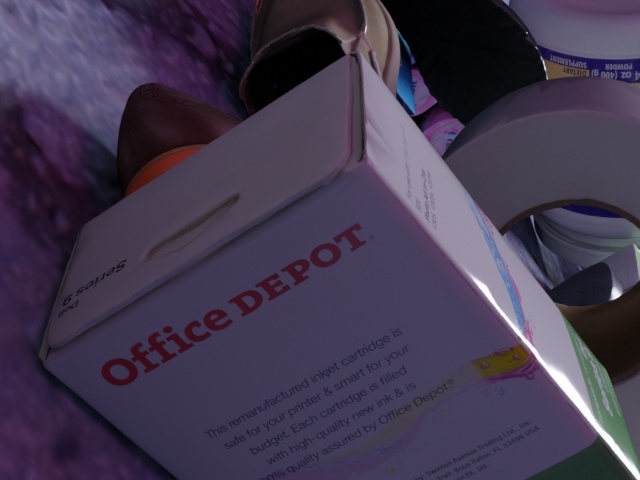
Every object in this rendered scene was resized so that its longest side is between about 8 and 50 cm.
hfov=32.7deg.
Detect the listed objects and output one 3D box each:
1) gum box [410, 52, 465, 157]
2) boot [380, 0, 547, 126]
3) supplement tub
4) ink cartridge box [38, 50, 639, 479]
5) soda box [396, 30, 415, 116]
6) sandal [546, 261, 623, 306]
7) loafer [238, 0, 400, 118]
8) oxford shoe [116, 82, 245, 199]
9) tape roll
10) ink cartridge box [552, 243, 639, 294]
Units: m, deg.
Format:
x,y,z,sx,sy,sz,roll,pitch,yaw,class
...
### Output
x,y,z,sx,sy,sz,roll,pitch,yaw,class
0.120,-0.129,1.088,0.188,0.062,0.107,45,25,-32,gum box
0.105,-0.228,0.948,0.246,0.094,0.207,44,29,-21,boot
0.341,-0.154,1.248,0.241,0.241,0.331,-92,173,-52,supplement tub
0.014,0.052,0.462,0.212,0.154,0.093,47,24,-29,ink cartridge box
0.031,-0.161,0.919,0.071,0.067,0.210,48,23,-25,soda box
0.235,0.112,0.992,0.054,0.097,0.254,50,33,-19,sandal
-0.003,-0.115,0.731,0.092,0.102,0.269,47,23,-44,loafer
0.000,0.000,0.594,0.271,0.097,0.098,37,24,-45,oxford shoe
0.181,0.015,0.773,0.246,0.246,0.169,57,21,-6,tape roll
0.305,0.085,1.153,0.062,0.109,0.209,55,21,-8,ink cartridge box
